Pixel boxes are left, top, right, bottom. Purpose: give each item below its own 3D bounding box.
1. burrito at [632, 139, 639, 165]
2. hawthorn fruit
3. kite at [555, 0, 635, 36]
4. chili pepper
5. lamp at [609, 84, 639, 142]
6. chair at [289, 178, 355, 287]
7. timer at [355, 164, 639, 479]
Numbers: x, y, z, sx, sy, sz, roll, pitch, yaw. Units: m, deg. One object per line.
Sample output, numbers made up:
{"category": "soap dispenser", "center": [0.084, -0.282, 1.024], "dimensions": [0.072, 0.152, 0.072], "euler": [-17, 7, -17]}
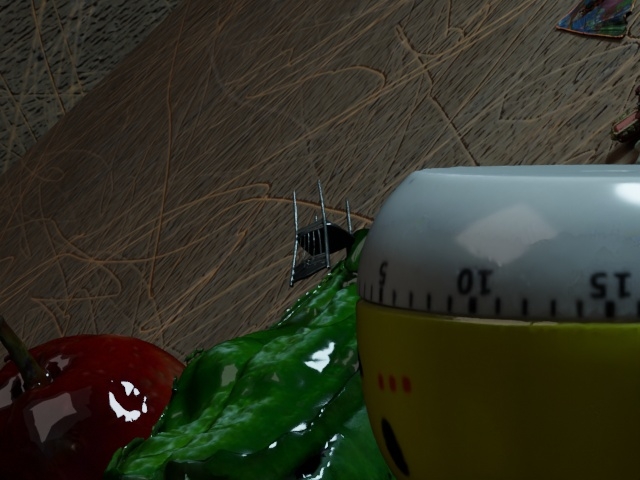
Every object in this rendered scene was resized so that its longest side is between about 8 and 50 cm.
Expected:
{"category": "burrito", "center": [0.295, -0.031, 1.121], "dimensions": [0.117, 0.076, 0.392], "euler": [-47, 20, -5]}
{"category": "hawthorn fruit", "center": [-0.174, 0.157, 1.441], "dimensions": [0.210, 0.266, 0.230], "euler": [-30, 20, -11]}
{"category": "kite", "center": [0.266, -0.225, 1.668], "dimensions": [0.159, 0.010, 0.190], "euler": [-29, 26, 38]}
{"category": "chili pepper", "center": [0.008, 0.123, 1.289], "dimensions": [0.213, 0.167, 0.385], "euler": [-12, 23, 33]}
{"category": "lamp", "center": [0.257, -0.108, 1.426], "dimensions": [0.083, 0.031, 0.063], "euler": [-48, 20, -20]}
{"category": "chair", "center": [0.001, 0.001, 1.349], "dimensions": [0.037, 0.042, 0.086], "euler": [-25, 46, 28]}
{"category": "timer", "center": [0.149, 0.096, 0.983], "dimensions": [0.285, 0.285, 0.285], "euler": [-39, 20, 18]}
